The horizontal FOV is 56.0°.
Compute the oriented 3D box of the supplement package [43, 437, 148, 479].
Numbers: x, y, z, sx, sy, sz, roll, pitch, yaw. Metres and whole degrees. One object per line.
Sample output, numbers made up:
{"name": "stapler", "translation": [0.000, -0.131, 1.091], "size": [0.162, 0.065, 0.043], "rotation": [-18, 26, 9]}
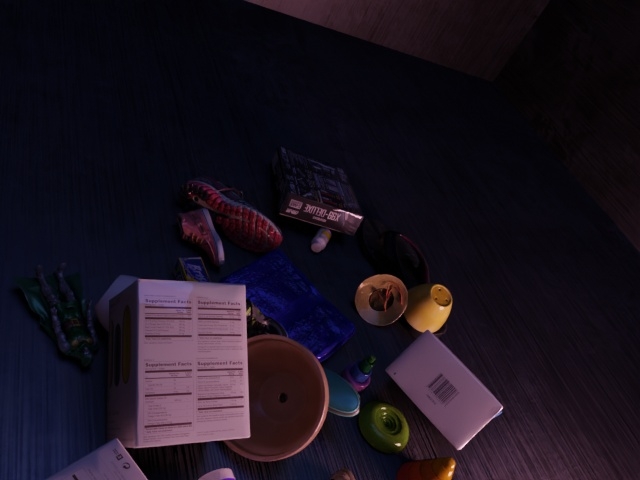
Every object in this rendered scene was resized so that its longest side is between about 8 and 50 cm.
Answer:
{"name": "supplement package", "translation": [-0.371, 0.447, 0.814], "size": [0.175, 0.178, 0.292], "rotation": [46, 38, 18]}

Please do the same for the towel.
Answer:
{"name": "towel", "translation": [-0.072, 0.159, 1.461], "size": [0.308, 0.076, 0.227], "rotation": [42, 36, 14]}

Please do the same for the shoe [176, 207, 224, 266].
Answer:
{"name": "shoe", "translation": [-0.301, -0.003, 1.503], "size": [0.081, 0.064, 0.178], "rotation": [-11, 57, -25]}

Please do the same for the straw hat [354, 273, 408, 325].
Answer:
{"name": "straw hat", "translation": [0.165, 0.161, 1.635], "size": [0.144, 0.145, 0.061], "rotation": [36, -4, 6]}

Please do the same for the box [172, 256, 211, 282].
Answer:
{"name": "box", "translation": [-0.282, 0.116, 1.376], "size": [0.059, 0.054, 0.169], "rotation": [-1, 47, -36]}

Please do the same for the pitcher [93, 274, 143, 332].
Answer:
{"name": "pitcher", "translation": [-0.355, 0.180, 1.201], "size": [0.207, 0.125, 0.178], "rotation": [39, 42, -11]}

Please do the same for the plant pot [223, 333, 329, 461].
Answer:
{"name": "plant pot", "translation": [-0.091, 0.310, 1.196], "size": [0.237, 0.237, 0.110], "rotation": [48, 1, 21]}

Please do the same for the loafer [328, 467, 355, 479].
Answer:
{"name": "loafer", "translation": [0.059, 0.513, 1.162], "size": [0.050, 0.056, 0.148], "rotation": [0, 36, -35]}

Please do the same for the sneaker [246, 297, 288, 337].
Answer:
{"name": "sneaker", "translation": [-0.156, 0.176, 1.341], "size": [0.188, 0.067, 0.078], "rotation": [38, -5, 11]}

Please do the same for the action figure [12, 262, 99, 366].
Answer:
{"name": "action figure", "translation": [-0.495, 0.148, 1.182], "size": [0.137, 0.063, 0.232], "rotation": [-8, 55, -46]}

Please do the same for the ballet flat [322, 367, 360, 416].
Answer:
{"name": "ballet flat", "translation": [-0.025, 0.310, 1.299], "size": [0.247, 0.087, 0.083], "rotation": [27, 53, 13]}

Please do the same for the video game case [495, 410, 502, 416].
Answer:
{"name": "video game case", "translation": [0.380, 0.418, 1.539], "size": [0.166, 0.015, 0.119], "rotation": [-10, 53, -43]}

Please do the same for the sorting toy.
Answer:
{"name": "sorting toy", "translation": [0.178, 0.401, 1.317], "size": [0.127, 0.126, 0.366], "rotation": [-8, 52, -41]}

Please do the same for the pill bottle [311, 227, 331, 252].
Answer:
{"name": "pill bottle", "translation": [0.000, 0.000, 1.729], "size": [0.043, 0.043, 0.083], "rotation": [32, 36, 0]}

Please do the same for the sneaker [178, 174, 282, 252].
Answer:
{"name": "sneaker", "translation": [-0.224, -0.082, 1.598], "size": [0.299, 0.121, 0.112], "rotation": [34, 34, 4]}

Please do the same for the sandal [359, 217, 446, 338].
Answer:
{"name": "sandal", "translation": [0.257, 0.084, 1.763], "size": [0.167, 0.107, 0.446], "rotation": [2, 46, -34]}

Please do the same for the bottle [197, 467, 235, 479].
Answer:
{"name": "bottle", "translation": [-0.133, 0.517, 0.978], "size": [0.118, 0.092, 0.283], "rotation": [1, 46, -34]}

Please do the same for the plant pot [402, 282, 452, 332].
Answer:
{"name": "plant pot", "translation": [0.298, 0.168, 1.612], "size": [0.134, 0.095, 0.134], "rotation": [14, 55, -20]}

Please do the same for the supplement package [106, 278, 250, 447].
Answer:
{"name": "supplement package", "translation": [-0.256, 0.220, 1.066], "size": [0.197, 0.199, 0.263], "rotation": [6, 72, -32]}

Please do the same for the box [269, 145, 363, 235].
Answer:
{"name": "box", "translation": [-0.018, -0.158, 1.837], "size": [0.242, 0.077, 0.308], "rotation": [16, 30, -22]}

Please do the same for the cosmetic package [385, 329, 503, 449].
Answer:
{"name": "cosmetic package", "translation": [0.284, 0.337, 1.375], "size": [0.224, 0.138, 0.225], "rotation": [46, -1, 19]}
